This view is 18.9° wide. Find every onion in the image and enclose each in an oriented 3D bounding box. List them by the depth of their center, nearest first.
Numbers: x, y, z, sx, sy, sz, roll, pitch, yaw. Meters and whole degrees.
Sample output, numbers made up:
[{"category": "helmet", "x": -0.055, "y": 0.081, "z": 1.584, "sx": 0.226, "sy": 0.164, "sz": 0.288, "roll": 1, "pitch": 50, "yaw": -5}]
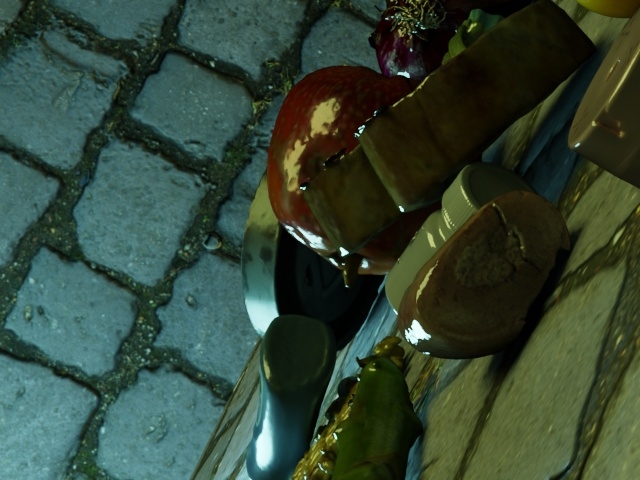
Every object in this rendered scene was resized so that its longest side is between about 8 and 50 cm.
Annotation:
[{"category": "onion", "x": 0.187, "y": -0.329, "z": 2.811, "sx": 0.281, "sy": 0.221, "sz": 0.281, "roll": -47, "pitch": -31, "yaw": -41}]

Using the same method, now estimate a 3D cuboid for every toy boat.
[{"category": "toy boat", "x": 0.214, "y": -0.227, "z": 2.510, "sx": 0.276, "sy": 0.111, "sz": 0.084, "roll": -76, "pitch": 11, "yaw": -69}]

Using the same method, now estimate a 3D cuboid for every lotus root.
[{"category": "lotus root", "x": 0.150, "y": -0.133, "z": 2.083, "sx": 0.375, "sy": 0.111, "sz": 0.390, "roll": -40, "pitch": -2, "yaw": -26}]

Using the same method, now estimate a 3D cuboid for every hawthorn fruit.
[{"category": "hawthorn fruit", "x": 0.064, "y": -0.079, "z": 2.392, "sx": 0.275, "sy": 0.275, "sz": 0.299, "roll": 134, "pitch": 150, "yaw": -71}]

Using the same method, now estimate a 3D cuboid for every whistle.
[{"category": "whistle", "x": 0.027, "y": 0.209, "z": 2.382, "sx": 0.100, "sy": 0.035, "sz": 0.035, "roll": -64, "pitch": 6, "yaw": -20}]

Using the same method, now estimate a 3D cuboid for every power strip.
[{"category": "power strip", "x": 0.272, "y": -0.124, "z": 1.578, "sx": 0.154, "sy": 0.078, "sz": 0.154, "roll": -61, "pitch": 2, "yaw": 4}]

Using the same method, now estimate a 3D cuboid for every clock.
[{"category": "clock", "x": 0.000, "y": 0.000, "z": 2.624, "sx": 0.325, "sy": 0.067, "sz": 0.325, "roll": -30, "pitch": -55, "yaw": -55}]

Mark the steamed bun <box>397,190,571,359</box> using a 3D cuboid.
[{"category": "steamed bun", "x": 0.152, "y": 0.039, "z": 1.771, "sx": 0.175, "sy": 0.106, "sz": 0.145, "roll": -48, "pitch": -3, "yaw": -14}]

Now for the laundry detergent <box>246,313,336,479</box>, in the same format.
[{"category": "laundry detergent", "x": -0.041, "y": 0.232, "z": 2.397, "sx": 0.143, "sy": 0.094, "sz": 0.290, "roll": -89, "pitch": 5, "yaw": -46}]

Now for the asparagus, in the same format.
[{"category": "asparagus", "x": 0.053, "y": 0.206, "z": 1.902, "sx": 0.082, "sy": 0.085, "sz": 0.343, "roll": -55, "pitch": 5, "yaw": 20}]

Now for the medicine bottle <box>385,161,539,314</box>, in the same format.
[{"category": "medicine bottle", "x": 0.144, "y": 0.013, "z": 1.932, "sx": 0.168, "sy": 0.105, "sz": 0.105, "roll": -57, "pitch": 6, "yaw": 37}]

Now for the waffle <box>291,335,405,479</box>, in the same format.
[{"category": "waffle", "x": 0.028, "y": 0.221, "z": 2.239, "sx": 0.228, "sy": 0.051, "sz": 0.231, "roll": -59, "pitch": 4, "yaw": 46}]

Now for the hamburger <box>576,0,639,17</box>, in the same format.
[{"category": "hamburger", "x": 0.294, "y": -0.287, "z": 1.639, "sx": 0.246, "sy": 0.170, "sz": 0.246, "roll": -34, "pitch": -3, "yaw": -2}]
